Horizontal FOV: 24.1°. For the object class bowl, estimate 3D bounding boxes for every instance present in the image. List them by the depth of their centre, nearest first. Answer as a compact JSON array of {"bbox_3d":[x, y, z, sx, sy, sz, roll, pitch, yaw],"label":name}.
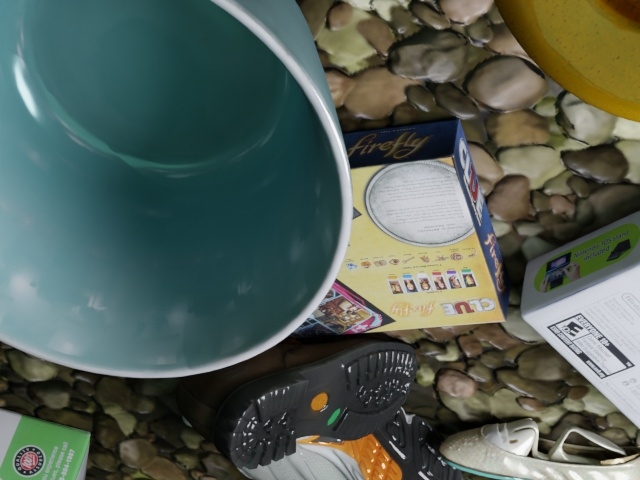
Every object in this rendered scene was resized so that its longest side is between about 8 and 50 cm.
[{"bbox_3d":[-0.119,-0.081,0.930,0.312,0.163,0.311,7,127,9],"label":"bowl"}]

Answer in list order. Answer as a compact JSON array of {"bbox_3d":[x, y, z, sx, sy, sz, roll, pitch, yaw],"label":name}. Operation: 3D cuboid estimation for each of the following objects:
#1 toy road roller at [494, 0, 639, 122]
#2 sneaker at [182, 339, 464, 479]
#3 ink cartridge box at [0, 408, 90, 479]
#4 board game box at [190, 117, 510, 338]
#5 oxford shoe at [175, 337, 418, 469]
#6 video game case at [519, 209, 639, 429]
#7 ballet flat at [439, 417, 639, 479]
[{"bbox_3d":[0.084,-0.161,0.648,0.330,0.202,0.240,-12,106,20],"label":"toy road roller"},{"bbox_3d":[0.004,0.175,1.236,0.262,0.099,0.121,40,139,-14],"label":"sneaker"},{"bbox_3d":[-0.370,0.241,1.302,0.289,0.211,0.121,16,138,0],"label":"ink cartridge box"},{"bbox_3d":[0.000,0.000,1.084,0.243,0.042,0.165,-5,133,19],"label":"board game box"},{"bbox_3d":[-0.013,0.101,1.118,0.096,0.227,0.082,27,109,38],"label":"oxford shoe"},{"bbox_3d":[0.320,0.067,1.058,0.244,0.061,0.269,-27,123,36],"label":"video game case"},{"bbox_3d":[0.181,0.169,1.214,0.168,0.057,0.052,12,109,-3],"label":"ballet flat"}]
